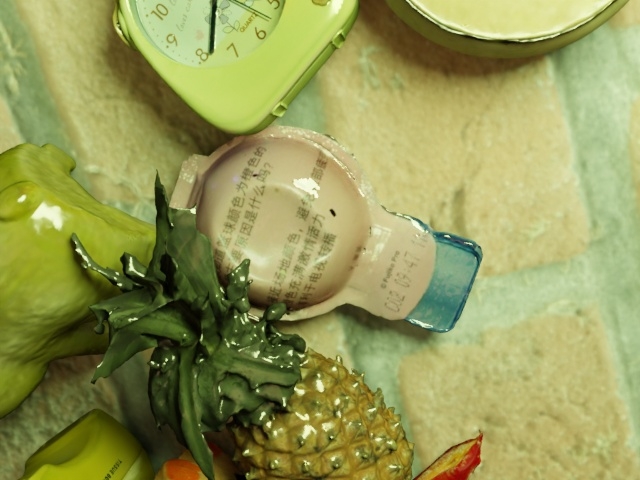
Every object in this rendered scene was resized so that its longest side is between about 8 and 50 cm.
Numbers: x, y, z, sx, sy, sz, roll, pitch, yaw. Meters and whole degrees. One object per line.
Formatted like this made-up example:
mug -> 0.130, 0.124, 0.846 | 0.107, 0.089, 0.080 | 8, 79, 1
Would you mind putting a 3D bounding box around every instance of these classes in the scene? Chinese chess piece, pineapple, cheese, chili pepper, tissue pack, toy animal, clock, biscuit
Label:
Chinese chess piece -> 0.148, -0.268, 0.642 | 0.250, 0.103, 0.249 | 2, 105, 7
pineapple -> -0.070, 0.118, 0.699 | 0.166, 0.165, 0.364 | -35, 119, 15
cheese -> 0.000, 0.000, 0.747 | 0.286, 0.074, 0.188 | 18, 107, 2
chili pepper -> 0.078, 0.284, 0.833 | 0.050, 0.059, 0.268 | 30, 108, -42
tissue pack -> -0.237, 0.259, 0.794 | 0.123, 0.178, 0.127 | -33, 97, 16
toy animal -> -0.302, 0.078, 0.764 | 0.181, 0.180, 0.363 | 39, 113, 3
clock -> -0.094, -0.215, 0.694 | 0.232, 0.069, 0.170 | 42, 99, 3
biscuit -> -0.039, 0.278, 0.785 | 0.250, 0.165, 0.036 | 38, 95, 5
